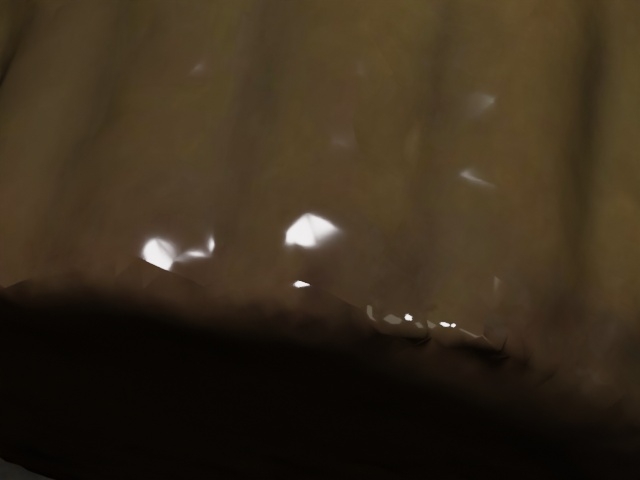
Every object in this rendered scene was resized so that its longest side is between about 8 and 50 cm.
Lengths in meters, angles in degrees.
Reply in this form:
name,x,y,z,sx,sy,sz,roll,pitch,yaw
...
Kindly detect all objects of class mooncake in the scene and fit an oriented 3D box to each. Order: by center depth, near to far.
name,x,y,z,sx,sy,sz,roll,pitch,yaw
mooncake,0.000,0.001,0.644,0.324,0.324,0.187,31,59,-37
